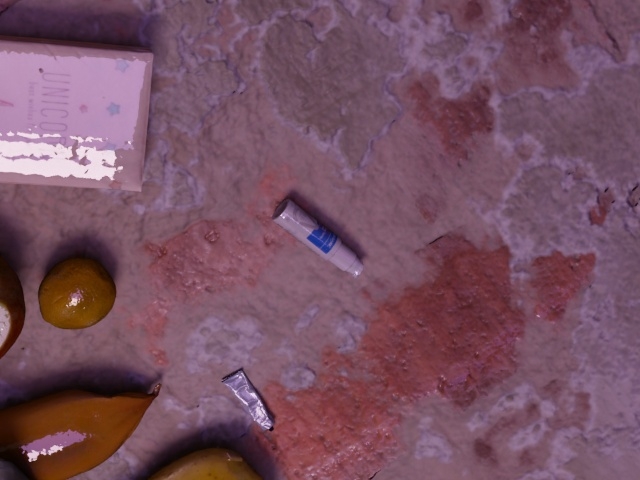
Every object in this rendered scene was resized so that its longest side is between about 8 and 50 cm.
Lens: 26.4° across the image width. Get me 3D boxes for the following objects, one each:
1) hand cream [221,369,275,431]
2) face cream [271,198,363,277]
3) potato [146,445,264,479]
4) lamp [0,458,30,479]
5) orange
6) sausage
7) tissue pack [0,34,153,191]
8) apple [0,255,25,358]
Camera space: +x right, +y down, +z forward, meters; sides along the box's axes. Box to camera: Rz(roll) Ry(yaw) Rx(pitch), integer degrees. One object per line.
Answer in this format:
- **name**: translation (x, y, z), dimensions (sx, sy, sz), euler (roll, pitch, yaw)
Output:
- **hand cream**: translation (-0.088, 0.206, 1.730), dimensions (0.030, 0.019, 0.093), euler (-33, 103, 5)
- **face cream**: translation (0.000, 0.000, 1.665), dimensions (0.130, 0.034, 0.034), euler (39, 98, -18)
- **potato**: translation (-0.194, 0.387, 1.702), dimensions (0.300, 0.140, 0.173), euler (-42, 127, -4)
- **lamp**: translation (-0.452, 0.360, 1.627), dimensions (0.269, 0.047, 0.266), euler (-19, 149, -1)
- **orange**: translation (-0.291, 0.064, 1.616), dimensions (0.095, 0.085, 0.085), euler (-35, 110, 15)
- **sausage**: translation (-0.346, 0.245, 1.658), dimensions (0.328, 0.112, 0.112), euler (-16, 109, -6)
- **tissue pack**: translation (-0.358, -0.149, 1.543), dimensions (0.325, 0.071, 0.170), euler (3, 105, -11)
- **apple**: translation (-0.440, 0.070, 1.553), dimensions (0.195, 0.160, 0.173), euler (40, 102, -20)
